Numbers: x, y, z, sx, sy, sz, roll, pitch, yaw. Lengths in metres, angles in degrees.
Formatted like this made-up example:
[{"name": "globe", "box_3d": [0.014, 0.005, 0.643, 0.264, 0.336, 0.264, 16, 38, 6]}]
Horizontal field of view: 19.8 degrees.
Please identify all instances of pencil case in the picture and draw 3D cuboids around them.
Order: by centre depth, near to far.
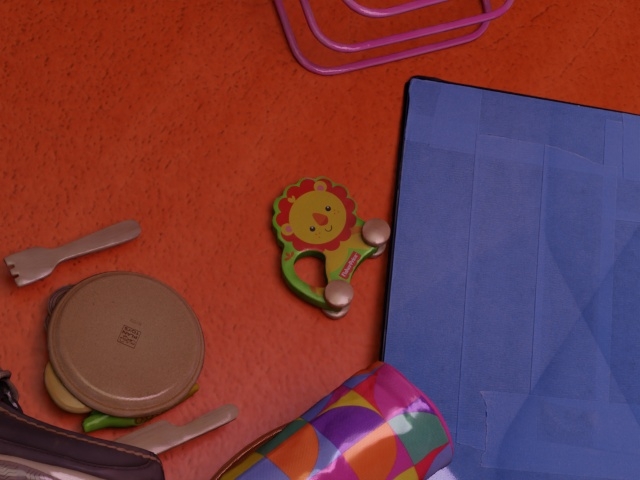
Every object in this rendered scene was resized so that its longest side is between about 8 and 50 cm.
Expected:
[{"name": "pencil case", "box_3d": [-0.015, 0.189, 1.332, 0.236, 0.104, 0.104, -36, 81, -13]}]

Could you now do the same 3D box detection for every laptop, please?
[{"name": "laptop", "box_3d": [0.276, 0.018, 1.403, 0.236, 0.408, 0.382, 27, 57, -36]}]

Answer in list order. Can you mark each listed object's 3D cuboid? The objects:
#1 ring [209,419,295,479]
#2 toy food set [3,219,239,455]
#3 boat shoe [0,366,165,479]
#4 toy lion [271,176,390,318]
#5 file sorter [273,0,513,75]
[{"name": "ring", "box_3d": [0.047, 0.287, 1.383, 0.337, 0.032, 0.336, 4, 70, -12]}, {"name": "toy food set", "box_3d": [-0.155, 0.083, 1.414, 0.132, 0.038, 0.192, -20, 70, -25]}, {"name": "boat shoe", "box_3d": [-0.278, 0.120, 1.307, 0.355, 0.132, 0.130, 13, 63, 0]}, {"name": "toy lion", "box_3d": [0.000, 0.000, 1.478, 0.096, 0.034, 0.100, 28, 68, 6]}, {"name": "file sorter", "box_3d": [0.073, -0.271, 1.451, 0.202, 0.290, 0.182, -15, 78, -17]}]
